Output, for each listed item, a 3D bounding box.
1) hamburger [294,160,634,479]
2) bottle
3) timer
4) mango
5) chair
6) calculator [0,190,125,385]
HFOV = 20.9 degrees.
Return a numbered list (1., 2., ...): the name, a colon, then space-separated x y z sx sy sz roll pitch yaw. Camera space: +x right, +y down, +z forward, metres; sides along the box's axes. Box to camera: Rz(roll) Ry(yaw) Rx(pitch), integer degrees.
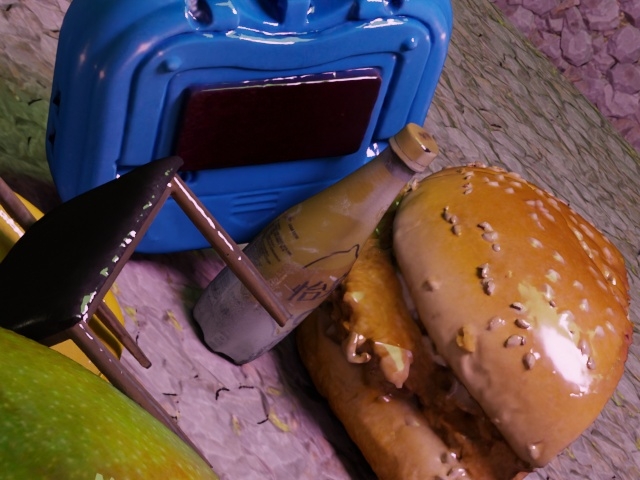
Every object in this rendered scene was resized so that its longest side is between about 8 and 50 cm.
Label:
1. hamburger: 0.122 0.062 1.643 0.287 0.268 0.445 37 25 -11
2. bottle: 0.000 0.000 1.504 0.083 0.269 0.083 39 23 -20
3. timer: -0.059 -0.122 1.481 0.340 0.309 0.115 -8 49 -22
4. mango: -0.185 0.160 1.011 0.382 0.201 0.225 38 23 15
5. chair: -0.176 0.027 1.159 0.272 0.166 0.188 51 41 -22
6. calculator: -0.209 0.057 1.269 0.235 0.032 0.146 51 41 -24
